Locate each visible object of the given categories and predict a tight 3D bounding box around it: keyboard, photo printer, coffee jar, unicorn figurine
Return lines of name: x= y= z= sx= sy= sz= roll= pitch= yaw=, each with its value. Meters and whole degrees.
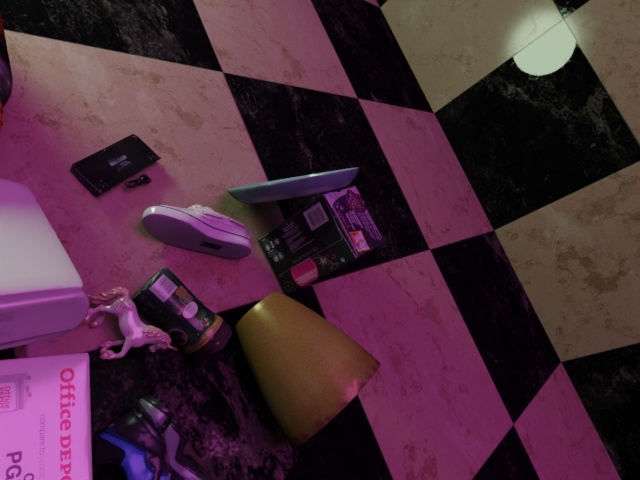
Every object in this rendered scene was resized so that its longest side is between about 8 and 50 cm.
keyboard: x=-0.409 y=-0.148 z=0.939 sx=0.108 sy=0.023 sz=0.180 roll=44 pitch=42 yaw=-7
photo printer: x=-0.493 y=0.014 z=0.601 sx=0.256 sy=0.107 sz=0.307 roll=-5 pitch=41 yaw=-48
coffee jar: x=-0.257 y=0.142 z=0.848 sx=0.184 sy=0.096 sz=0.079 roll=47 pitch=43 yaw=-14
unicorn figurine: x=-0.328 y=0.154 z=0.777 sx=0.111 sy=0.060 sz=0.162 roll=-24 pitch=104 yaw=-19

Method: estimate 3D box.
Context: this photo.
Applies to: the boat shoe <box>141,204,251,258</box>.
boat shoe: x=-0.261 y=-0.031 z=0.974 sx=0.258 sy=0.095 sz=0.084 roll=27 pitch=43 yaw=-46

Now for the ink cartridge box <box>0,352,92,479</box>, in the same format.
ink cartridge box: x=-0.432 y=0.256 z=0.541 sx=0.283 sy=0.117 sz=0.207 roll=2 pitch=63 yaw=-34

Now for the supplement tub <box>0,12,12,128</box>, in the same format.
supplement tub: x=-0.611 y=-0.328 z=0.700 sx=0.207 sy=0.207 sz=0.338 roll=-3 pitch=68 yaw=-47

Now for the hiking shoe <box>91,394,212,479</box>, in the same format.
hiking shoe: x=-0.241 y=0.400 z=0.711 sx=0.132 sy=0.113 sz=0.304 roll=-31 pitch=88 yaw=-29

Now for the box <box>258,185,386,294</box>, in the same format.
box: x=0.000 y=0.000 z=1.088 sx=0.142 sy=0.247 sz=0.163 roll=-21 pitch=82 yaw=-52

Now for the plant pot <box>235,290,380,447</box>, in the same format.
plant pot: x=-0.051 y=0.238 z=0.929 sx=0.254 sy=0.237 sz=0.237 roll=47 pitch=38 yaw=10

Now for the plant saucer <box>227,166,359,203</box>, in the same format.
plant saucer: x=-0.062 y=-0.130 z=1.085 sx=0.317 sy=0.317 sz=0.044 roll=-21 pitch=106 yaw=-50
